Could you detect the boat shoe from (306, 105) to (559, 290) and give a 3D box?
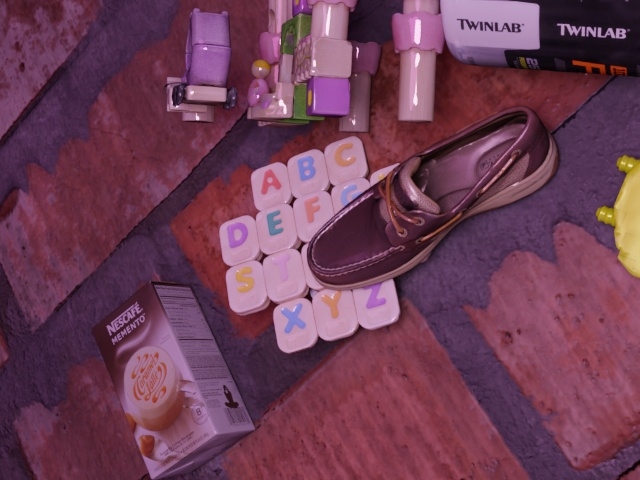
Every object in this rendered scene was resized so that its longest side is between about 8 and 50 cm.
[{"bbox_3d":[0.118,-0.056,1.137,0.342,0.123,0.123,-27,64,14],"label":"boat shoe"}]

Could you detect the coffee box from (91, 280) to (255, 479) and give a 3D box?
[{"bbox_3d":[-0.217,0.200,1.370,0.141,0.098,0.247,-38,67,23],"label":"coffee box"}]

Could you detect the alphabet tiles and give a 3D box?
[{"bbox_3d":[0.000,0.000,1.251,0.284,0.021,0.278,-18,63,16],"label":"alphabet tiles"}]

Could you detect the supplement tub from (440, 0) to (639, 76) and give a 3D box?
[{"bbox_3d":[0.313,-0.281,1.008,0.338,0.207,0.207,8,89,21],"label":"supplement tub"}]

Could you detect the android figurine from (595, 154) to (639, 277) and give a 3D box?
[{"bbox_3d":[0.435,-0.013,1.011,0.272,0.056,0.248,22,98,29],"label":"android figurine"}]

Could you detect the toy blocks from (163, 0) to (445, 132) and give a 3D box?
[{"bbox_3d":[-0.032,-0.272,1.128,0.288,0.308,0.260,-168,80,-72],"label":"toy blocks"}]

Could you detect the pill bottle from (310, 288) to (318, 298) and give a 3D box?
[{"bbox_3d":[0.026,0.054,1.267,0.083,0.043,0.043,-37,67,24],"label":"pill bottle"}]
